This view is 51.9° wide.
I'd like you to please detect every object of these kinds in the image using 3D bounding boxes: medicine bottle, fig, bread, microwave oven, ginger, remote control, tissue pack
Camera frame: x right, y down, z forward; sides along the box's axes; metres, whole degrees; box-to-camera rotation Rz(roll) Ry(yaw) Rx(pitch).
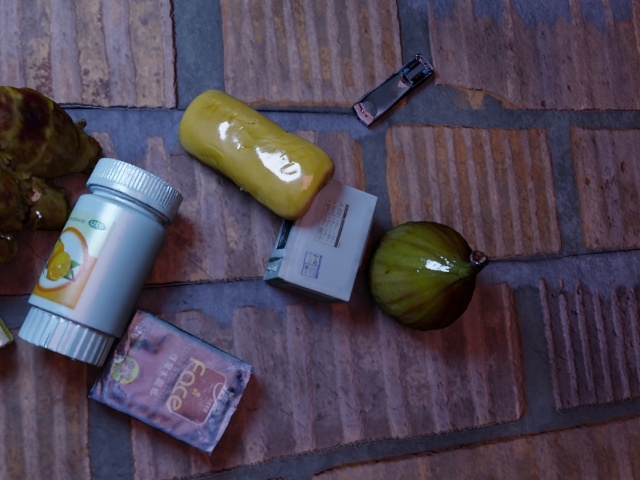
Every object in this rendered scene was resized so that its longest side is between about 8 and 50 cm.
[{"bbox_3d":[-0.362,0.038,1.090,0.158,0.158,0.318,24,76,-14],"label":"medicine bottle"},{"bbox_3d":[0.213,0.063,1.195,0.217,0.321,0.216,1,86,-14],"label":"fig"},{"bbox_3d":[-0.123,-0.160,1.169,0.305,0.091,0.142,33,78,17],"label":"bread"},{"bbox_3d":[0.000,0.000,1.235,0.162,0.122,0.208,20,78,-15],"label":"microwave oven"},{"bbox_3d":[-0.502,-0.116,1.028,0.357,0.153,0.274,-47,116,-50],"label":"ginger"},{"bbox_3d":[0.153,-0.316,1.376,0.212,0.028,0.059,-42,98,-19],"label":"remote control"},{"bbox_3d":[-0.257,0.245,1.144,0.236,0.073,0.173,31,76,-12],"label":"tissue pack"}]

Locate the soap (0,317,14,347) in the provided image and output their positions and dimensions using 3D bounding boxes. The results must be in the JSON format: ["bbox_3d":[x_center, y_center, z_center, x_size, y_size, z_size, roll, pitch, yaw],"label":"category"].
[{"bbox_3d":[-0.628,0.095,1.036,0.160,0.080,0.257,-33,95,-20],"label":"soap"}]
